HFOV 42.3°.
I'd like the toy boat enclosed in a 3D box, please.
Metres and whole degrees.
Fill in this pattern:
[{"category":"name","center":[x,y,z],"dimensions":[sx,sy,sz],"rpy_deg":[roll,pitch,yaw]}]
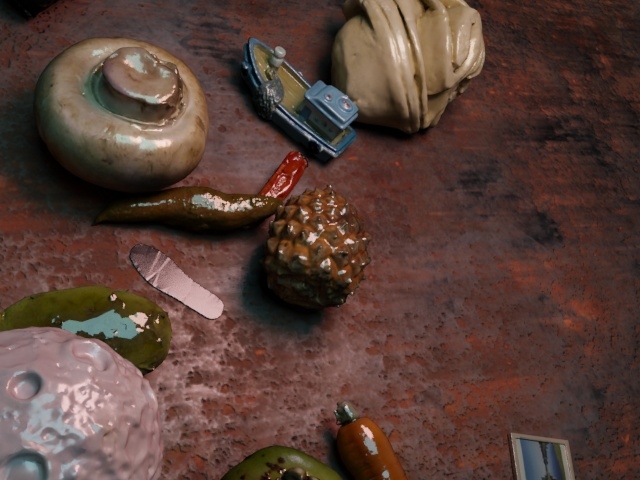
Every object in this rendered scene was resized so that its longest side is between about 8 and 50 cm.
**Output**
[{"category":"toy boat","center":[-0.038,-0.239,1.346],"dimensions":[0.238,0.098,0.109],"rpy_deg":[42,48,2]}]

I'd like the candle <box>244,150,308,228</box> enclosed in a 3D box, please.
[{"category":"candle","center":[-0.073,-0.077,1.255],"dimensions":[0.048,0.053,0.162],"rpy_deg":[55,52,-28]}]

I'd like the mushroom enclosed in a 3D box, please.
[{"category":"mushroom","center":[-0.270,-0.181,1.137],"dimensions":[0.255,0.184,0.255],"rpy_deg":[7,64,-14]}]

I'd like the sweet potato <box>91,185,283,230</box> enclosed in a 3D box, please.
[{"category":"sweet potato","center":[-0.183,-0.046,1.170],"dimensions":[0.274,0.067,0.067],"rpy_deg":[-2,62,-17]}]

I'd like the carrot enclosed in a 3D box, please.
[{"category":"carrot","center":[0.104,0.361,1.080],"dimensions":[0.069,0.069,0.336],"rpy_deg":[-22,80,-36]}]

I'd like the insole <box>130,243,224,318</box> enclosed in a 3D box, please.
[{"category":"insole","center":[-0.198,0.056,1.139],"dimensions":[0.152,0.002,0.053],"rpy_deg":[34,51,-5]}]

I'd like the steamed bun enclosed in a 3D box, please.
[{"category":"steamed bun","center":[0.153,-0.340,1.440],"dimensions":[0.289,0.203,0.276],"rpy_deg":[-8,65,-30]}]

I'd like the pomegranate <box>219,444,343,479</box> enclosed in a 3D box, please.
[{"category":"pomegranate","center":[-0.034,0.328,0.932],"dimensions":[0.179,0.210,0.179],"rpy_deg":[2,84,-23]}]

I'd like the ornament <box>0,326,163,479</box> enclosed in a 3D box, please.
[{"category":"ornament","center":[-0.289,0.204,0.836],"dimensions":[0.259,0.259,0.225],"rpy_deg":[9,61,-23]}]

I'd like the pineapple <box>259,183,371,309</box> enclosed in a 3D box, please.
[{"category":"pineapple","center":[0.000,0.000,1.184],"dimensions":[0.166,0.166,0.193],"rpy_deg":[25,53,-12]}]

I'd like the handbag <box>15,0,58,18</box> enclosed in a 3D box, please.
[{"category":"handbag","center":[-0.408,-0.452,1.247],"dimensions":[0.169,0.155,0.215],"rpy_deg":[47,49,-12]}]

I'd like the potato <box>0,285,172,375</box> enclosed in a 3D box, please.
[{"category":"potato","center":[-0.291,0.114,0.999],"dimensions":[0.225,0.090,0.117],"rpy_deg":[3,66,-19]}]

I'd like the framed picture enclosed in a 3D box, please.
[{"category":"framed picture","center":[0.334,0.363,1.224],"dimensions":[0.109,0.011,0.149],"rpy_deg":[12,57,-21]}]
